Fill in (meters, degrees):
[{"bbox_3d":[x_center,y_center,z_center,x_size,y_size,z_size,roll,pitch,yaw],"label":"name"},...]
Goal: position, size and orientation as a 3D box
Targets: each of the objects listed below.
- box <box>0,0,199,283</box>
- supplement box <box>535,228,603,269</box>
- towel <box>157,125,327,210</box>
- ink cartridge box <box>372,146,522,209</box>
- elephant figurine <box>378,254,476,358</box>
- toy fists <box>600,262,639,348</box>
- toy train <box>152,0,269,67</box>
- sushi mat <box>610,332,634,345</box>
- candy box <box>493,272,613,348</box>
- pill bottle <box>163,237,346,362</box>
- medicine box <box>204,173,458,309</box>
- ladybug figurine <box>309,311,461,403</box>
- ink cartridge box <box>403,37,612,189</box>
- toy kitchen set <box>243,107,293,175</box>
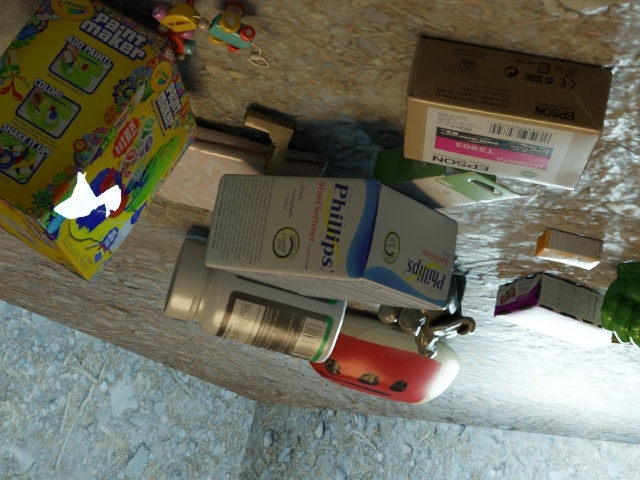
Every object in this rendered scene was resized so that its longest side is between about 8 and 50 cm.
[{"bbox_3d":[-0.326,-0.134,1.454,0.177,0.279,0.290,30,166,10],"label":"box"},{"bbox_3d":[0.419,0.015,1.838,0.098,0.036,0.062,13,164,0],"label":"supplement box"},{"bbox_3d":[-0.153,-0.111,1.850,0.316,0.054,0.332,13,164,-1],"label":"towel"},{"bbox_3d":[0.187,-0.098,1.604,0.109,0.062,0.209,24,161,-36],"label":"ink cartridge box"},{"bbox_3d":[0.234,0.135,2.168,0.186,0.169,0.239,10,162,48],"label":"elephant figurine"},{"bbox_3d":[0.606,0.114,1.830,0.279,0.142,0.096,1,159,35],"label":"toy fists"},{"bbox_3d":[-0.142,-0.264,1.359,0.166,0.046,0.125,11,165,18],"label":"toy train"},{"bbox_3d":[0.673,0.143,1.890,0.316,0.151,0.019,3,127,32],"label":"sushi mat"},{"bbox_3d":[0.482,0.140,2.137,0.233,0.071,0.159,20,162,-19],"label":"candy box"},{"bbox_3d":[-0.139,0.123,2.338,0.360,0.204,0.204,17,163,-10],"label":"pill bottle"},{"bbox_3d":[0.021,0.004,1.669,0.289,0.149,0.263,4,170,33],"label":"medicine box"},{"bbox_3d":[0.141,0.303,2.778,0.449,0.162,0.305,18,163,-15],"label":"ladybug figurine"},{"bbox_3d":[0.224,-0.153,1.353,0.234,0.088,0.193,11,162,7],"label":"ink cartridge box"},{"bbox_3d":[-0.088,-0.153,1.644,0.075,0.083,0.068,18,-156,-13],"label":"toy kitchen set"}]
